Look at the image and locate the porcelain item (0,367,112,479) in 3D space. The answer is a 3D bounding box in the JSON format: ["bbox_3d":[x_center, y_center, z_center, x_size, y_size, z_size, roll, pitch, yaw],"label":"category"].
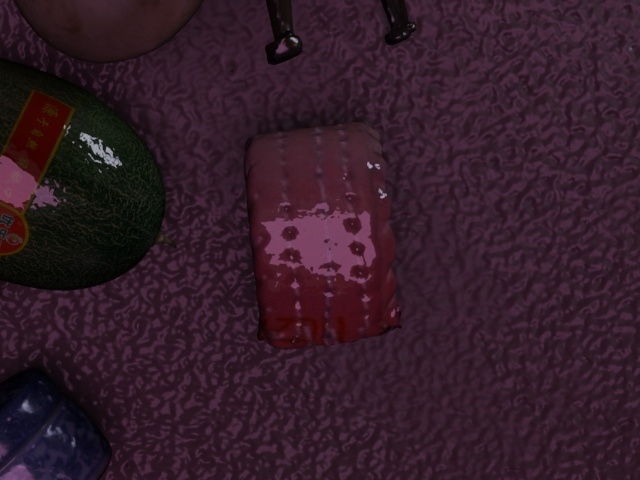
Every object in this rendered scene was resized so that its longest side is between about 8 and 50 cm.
[{"bbox_3d":[-0.275,0.195,1.429,0.147,0.147,0.114,-38,102,5],"label":"porcelain item"}]

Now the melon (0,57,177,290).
[{"bbox_3d":[-0.252,-0.054,1.360,0.288,0.182,0.182,21,100,-11],"label":"melon"}]

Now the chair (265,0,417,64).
[{"bbox_3d":[0.087,-0.401,1.212,0.365,0.362,0.410,-24,91,20],"label":"chair"}]

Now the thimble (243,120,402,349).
[{"bbox_3d":[-0.001,-0.006,1.394,0.125,0.163,0.189,-5,96,-1],"label":"thimble"}]

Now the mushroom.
[{"bbox_3d":[-0.140,-0.259,1.326,0.244,0.243,0.243,-1,102,-3],"label":"mushroom"}]
